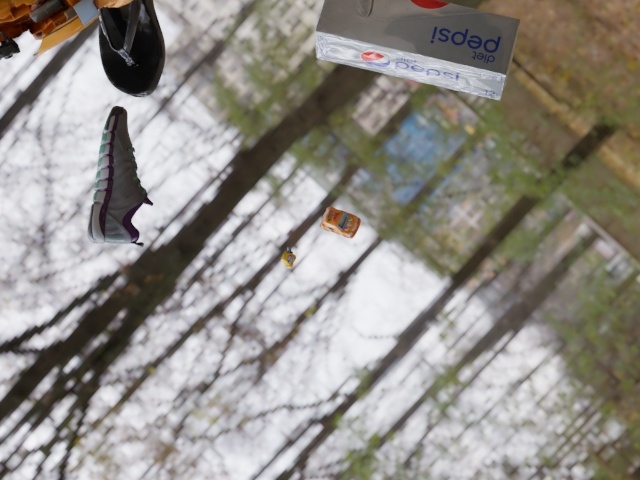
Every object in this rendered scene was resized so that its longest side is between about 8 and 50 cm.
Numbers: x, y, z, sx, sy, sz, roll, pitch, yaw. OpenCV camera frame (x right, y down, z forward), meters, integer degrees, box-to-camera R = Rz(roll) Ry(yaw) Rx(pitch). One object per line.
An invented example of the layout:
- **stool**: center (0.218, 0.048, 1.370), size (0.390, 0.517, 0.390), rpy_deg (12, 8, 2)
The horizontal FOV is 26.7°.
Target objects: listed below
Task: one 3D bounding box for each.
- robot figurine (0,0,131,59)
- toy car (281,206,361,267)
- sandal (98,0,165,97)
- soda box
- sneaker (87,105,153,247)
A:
- **robot figurine**: center (-0.374, -0.280, 1.638), size (0.085, 0.291, 0.211), rpy_deg (59, -176, -46)
- **toy car**: center (0.000, 0.000, 1.912), size (0.060, 0.122, 0.040), rpy_deg (39, 176, 24)
- **sandal**: center (-0.270, -0.321, 1.837), size (0.054, 0.097, 0.254), rpy_deg (-11, -83, -65)
- **soda box**: center (0.141, -0.296, 1.974), size (0.286, 0.098, 0.091), rpy_deg (14, 163, 7)
- **sneaker**: center (-0.311, -0.100, 2.160), size (0.098, 0.223, 0.083), rpy_deg (9, 179, -10)
